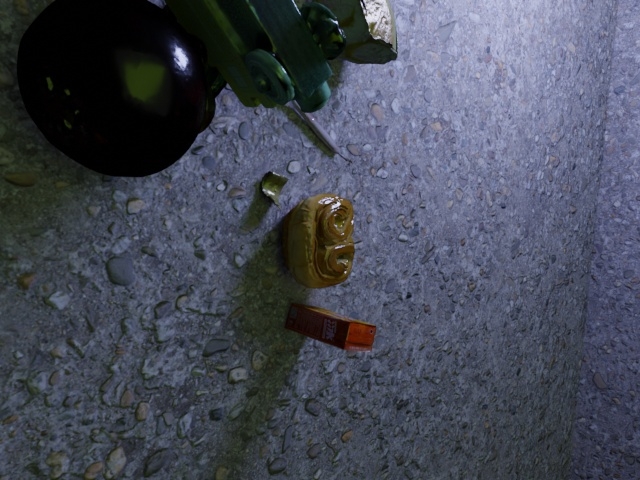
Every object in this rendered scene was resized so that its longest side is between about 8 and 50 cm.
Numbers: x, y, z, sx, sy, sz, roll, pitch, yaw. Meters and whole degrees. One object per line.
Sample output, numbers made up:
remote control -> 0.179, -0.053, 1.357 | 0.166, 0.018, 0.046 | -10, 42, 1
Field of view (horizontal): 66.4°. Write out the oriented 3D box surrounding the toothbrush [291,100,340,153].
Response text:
toothbrush -> -0.042, -0.311, 1.195 | 0.307, 0.030, 0.025 | 42, 70, -39

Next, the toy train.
toy train -> -0.145, -0.412, 0.835 | 0.179, 0.272, 0.442 | -47, 127, -16

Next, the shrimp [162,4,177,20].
shrimp -> -0.331, -0.476, 0.906 | 0.169, 0.058, 0.295 | 19, 87, -50

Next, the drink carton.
drink carton -> 0.020, 0.211, 1.198 | 0.096, 0.223, 0.071 | 17, 85, -42

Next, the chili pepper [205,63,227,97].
chili pepper -> -0.242, -0.397, 0.981 | 0.122, 0.065, 0.278 | -18, 111, -37

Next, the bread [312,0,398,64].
bread -> 0.093, -0.546, 1.198 | 0.156, 0.158, 0.260 | -50, 125, -36

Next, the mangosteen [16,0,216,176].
mangosteen -> -0.309, -0.258, 0.796 | 0.313, 0.297, 0.297 | -40, 121, -26

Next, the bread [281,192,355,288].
bread -> -0.002, 0.001, 1.214 | 0.198, 0.120, 0.236 | -7, 101, -41

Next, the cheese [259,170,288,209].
cheese -> -0.111, -0.114, 1.155 | 0.060, 0.041, 0.084 | 17, 70, -48
